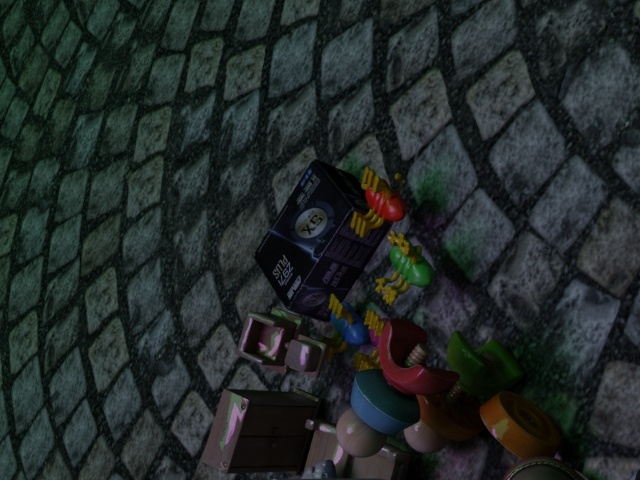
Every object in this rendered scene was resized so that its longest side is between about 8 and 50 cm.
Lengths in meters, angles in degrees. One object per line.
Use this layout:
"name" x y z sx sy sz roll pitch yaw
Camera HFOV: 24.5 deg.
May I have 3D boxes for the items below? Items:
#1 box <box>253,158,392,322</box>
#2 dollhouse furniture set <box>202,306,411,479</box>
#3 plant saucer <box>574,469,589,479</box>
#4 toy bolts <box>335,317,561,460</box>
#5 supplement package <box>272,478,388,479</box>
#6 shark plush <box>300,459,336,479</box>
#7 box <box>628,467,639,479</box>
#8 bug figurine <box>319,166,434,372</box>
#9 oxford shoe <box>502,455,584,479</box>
"box" 0.000 0.000 2.113 0.180 0.077 0.147 -57 37 17
"dollhouse furniture set" 0.048 0.283 1.904 0.355 0.173 0.303 19 95 34
"plant saucer" 0.259 0.334 1.622 0.168 0.029 0.168 -30 50 42
"toy bolts" 0.134 0.211 1.691 0.158 0.228 0.218 -54 42 20
"supplement package" 0.059 0.413 1.641 0.198 0.199 0.263 8 89 43
"shark plush" 0.008 0.351 1.788 0.067 0.073 0.161 -18 66 -1
"box" 0.374 0.326 1.437 0.100 0.060 0.244 -53 37 22
"bug figurine" 0.079 0.055 1.948 0.216 0.072 0.279 -125 45 -55
"oxford shoe" 0.259 0.374 1.397 0.123 0.130 0.348 -23 83 10
